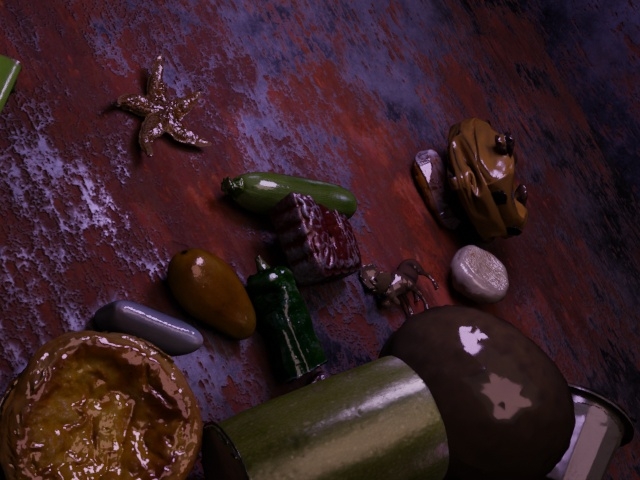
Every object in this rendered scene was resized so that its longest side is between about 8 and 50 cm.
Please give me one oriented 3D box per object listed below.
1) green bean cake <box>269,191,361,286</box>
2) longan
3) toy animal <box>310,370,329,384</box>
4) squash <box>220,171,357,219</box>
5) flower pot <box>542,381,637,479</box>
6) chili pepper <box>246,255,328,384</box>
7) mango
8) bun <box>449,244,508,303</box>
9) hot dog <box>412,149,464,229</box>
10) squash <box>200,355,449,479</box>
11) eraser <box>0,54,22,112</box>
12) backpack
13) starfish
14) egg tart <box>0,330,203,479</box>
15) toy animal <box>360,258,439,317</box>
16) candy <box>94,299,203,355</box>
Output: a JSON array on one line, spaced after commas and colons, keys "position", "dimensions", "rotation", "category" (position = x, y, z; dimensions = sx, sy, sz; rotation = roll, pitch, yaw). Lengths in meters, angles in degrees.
[{"position": [0.000, 0.000, 1.629], "dimensions": [0.233, 0.097, 0.198], "rotation": [3, 64, -60], "category": "green bean cake"}, {"position": [0.318, 0.350, 1.520], "dimensions": [0.436, 0.404, 0.404], "rotation": [40, 44, 5], "category": "longan"}, {"position": [-0.013, 0.359, 1.467], "dimensions": [0.188, 0.089, 0.179], "rotation": [1, 61, -40], "category": "toy animal"}, {"position": [-0.056, -0.097, 1.672], "dimensions": [0.395, 0.107, 0.107], "rotation": [8, 62, -39], "category": "squash"}, {"position": [0.617, 0.530, 1.802], "dimensions": [0.290, 0.290, 0.259], "rotation": [43, 59, -14], "category": "flower pot"}, {"position": [-0.079, 0.156, 1.510], "dimensions": [0.136, 0.099, 0.270], "rotation": [-20, 81, -44], "category": "chili pepper"}, {"position": [-0.213, 0.107, 1.428], "dimensions": [0.227, 0.099, 0.136], "rotation": [47, 40, -21], "category": "mango"}, {"position": [0.431, 0.104, 1.975], "dimensions": [0.183, 0.102, 0.183], "rotation": [18, 48, -21], "category": "bun"}, {"position": [0.343, -0.149, 2.075], "dimensions": [0.131, 0.069, 0.252], "rotation": [-14, 79, -54], "category": "hot dog"}, {"position": [0.005, 0.386, 1.267], "dimensions": [0.385, 0.263, 0.263], "rotation": [-15, 76, -25], "category": "squash"}, {"position": [-0.597, -0.168, 1.178], "dimensions": [0.092, 0.210, 0.274], "rotation": [26, 53, -27], "category": "eraser"}, {"position": [0.477, -0.193, 2.056], "dimensions": [0.353, 0.201, 0.378], "rotation": [55, 22, -48], "category": "backpack"}, {"position": [-0.340, -0.282, 1.566], "dimensions": [0.236, 0.062, 0.277], "rotation": [19, 53, -33], "category": "starfish"}, {"position": [-0.363, 0.310, 1.159], "dimensions": [0.341, 0.129, 0.341], "rotation": [19, 57, -32], "category": "egg tart"}, {"position": [0.192, 0.109, 1.789], "dimensions": [0.186, 0.094, 0.214], "rotation": [52, 37, -11], "category": "toy animal"}, {"position": [-0.311, 0.161, 1.283], "dimensions": [0.174, 0.138, 0.071], "rotation": [28, 66, -26], "category": "candy"}]
